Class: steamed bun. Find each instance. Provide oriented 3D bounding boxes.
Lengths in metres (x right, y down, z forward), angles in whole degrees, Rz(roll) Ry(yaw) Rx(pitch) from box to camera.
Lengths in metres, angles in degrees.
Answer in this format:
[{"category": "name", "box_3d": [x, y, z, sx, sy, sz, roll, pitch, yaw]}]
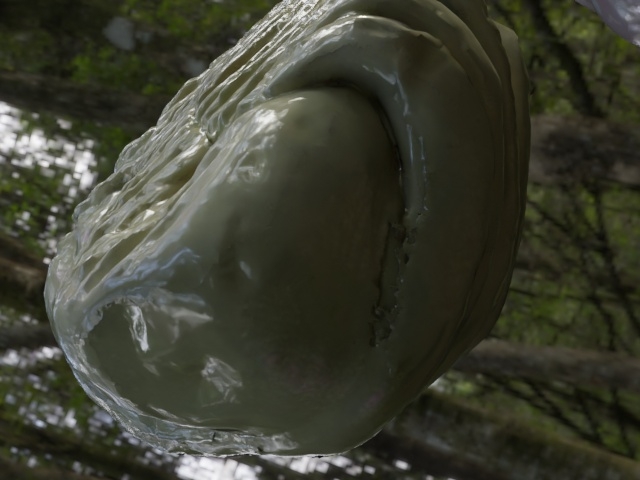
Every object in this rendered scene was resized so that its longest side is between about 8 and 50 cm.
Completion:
[{"category": "steamed bun", "box_3d": [0.000, 0.000, 0.833, 0.247, 0.352, 0.339, 46, -110, -18]}]

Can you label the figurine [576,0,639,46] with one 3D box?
[{"category": "figurine", "box_3d": [0.158, -0.106, 0.476, 0.229, 0.137, 0.112, 23, -99, -33]}]
